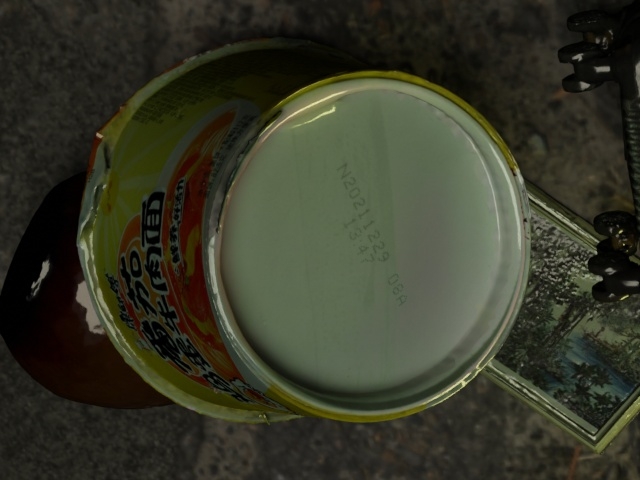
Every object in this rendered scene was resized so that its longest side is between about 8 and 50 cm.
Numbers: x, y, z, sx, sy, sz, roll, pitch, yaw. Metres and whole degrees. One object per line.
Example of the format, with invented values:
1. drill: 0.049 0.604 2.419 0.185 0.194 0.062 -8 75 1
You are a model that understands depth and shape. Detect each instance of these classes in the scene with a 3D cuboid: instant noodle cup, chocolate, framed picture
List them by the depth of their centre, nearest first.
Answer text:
1. instant noodle cup: 0.000 0.000 1.173 0.264 0.200 0.264 -1 94 -21
2. chocolate: -0.132 0.038 1.315 0.177 0.177 0.176 5 114 11
3. framed picture: 0.163 0.053 1.324 0.183 0.011 0.142 35 116 -3

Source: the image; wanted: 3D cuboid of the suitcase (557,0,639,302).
1. suitcase: 0.314 -0.068 1.172 0.312 0.128 0.202 -5 111 15
